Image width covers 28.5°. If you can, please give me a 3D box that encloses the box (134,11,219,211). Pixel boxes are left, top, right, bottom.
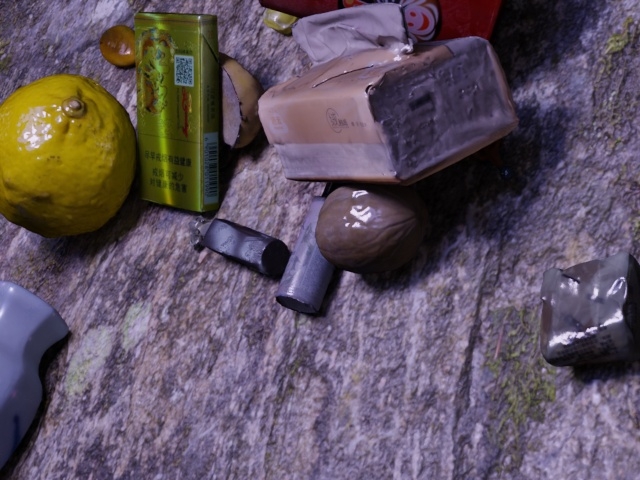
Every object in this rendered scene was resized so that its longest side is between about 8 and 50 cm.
[{"bbox_3d":[-0.232,-0.210,2.037,0.173,0.043,0.311,12,107,44],"label":"box"}]

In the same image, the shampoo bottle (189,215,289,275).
[{"bbox_3d":[-0.132,0.005,1.917,0.207,0.057,0.064,20,82,48],"label":"shampoo bottle"}]

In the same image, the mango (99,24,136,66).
[{"bbox_3d":[-0.377,-0.368,2.398,0.079,0.057,0.114,-49,50,-6],"label":"mango"}]

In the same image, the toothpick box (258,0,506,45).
[{"bbox_3d":[0.100,-0.379,1.778,0.333,0.204,0.204,19,69,6],"label":"toothpick box"}]

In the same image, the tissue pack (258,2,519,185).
[{"bbox_3d":[0.071,-0.206,1.682,0.239,0.238,0.305,-60,26,-12],"label":"tissue pack"}]

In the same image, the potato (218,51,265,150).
[{"bbox_3d":[-0.172,-0.248,2.066,0.243,0.098,0.138,27,118,38],"label":"potato"}]

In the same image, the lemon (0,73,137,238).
[{"bbox_3d":[-0.433,-0.141,2.109,0.322,0.268,0.268,-28,39,61],"label":"lemon"}]

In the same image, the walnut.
[{"bbox_3d":[0.070,-0.021,1.710,0.162,0.140,0.140,3,63,29],"label":"walnut"}]

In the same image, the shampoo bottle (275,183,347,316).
[{"bbox_3d":[0.000,0.000,1.802,0.072,0.072,0.214,2,62,41],"label":"shampoo bottle"}]

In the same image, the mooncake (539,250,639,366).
[{"bbox_3d":[0.317,0.087,1.467,0.125,0.073,0.130,-14,51,36],"label":"mooncake"}]

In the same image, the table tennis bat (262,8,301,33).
[{"bbox_3d":[0.019,-0.509,2.160,0.224,0.054,0.369,26,80,32],"label":"table tennis bat"}]

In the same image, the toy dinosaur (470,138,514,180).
[{"bbox_3d":[0.226,-0.125,1.710,0.049,0.055,0.154,-37,35,9],"label":"toy dinosaur"}]

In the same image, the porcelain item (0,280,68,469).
[{"bbox_3d":[-0.582,0.262,2.000,0.242,0.178,0.405,3,54,42],"label":"porcelain item"}]
